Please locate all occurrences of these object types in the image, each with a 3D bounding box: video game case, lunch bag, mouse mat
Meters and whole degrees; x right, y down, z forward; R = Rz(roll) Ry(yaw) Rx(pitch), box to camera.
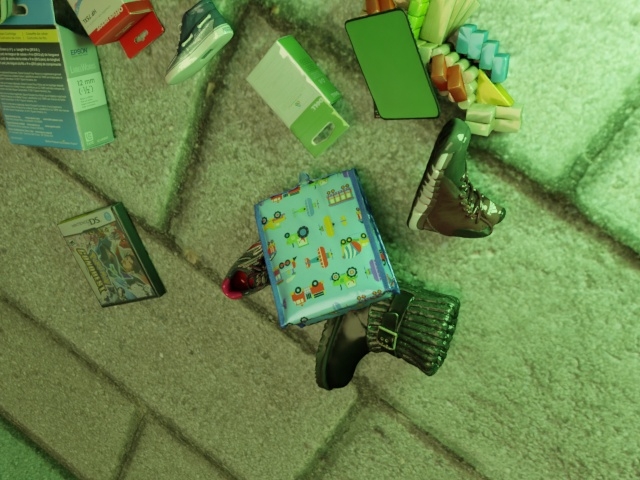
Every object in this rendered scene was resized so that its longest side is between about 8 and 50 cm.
[{"bbox_3d":[-0.575,0.048,1.587,0.248,0.035,0.275,-12,108,32],"label":"video game case"},{"bbox_3d":[0.000,0.000,1.140,0.220,0.138,0.294,-20,77,12],"label":"lunch bag"},{"bbox_3d":[0.119,-0.287,0.968,0.152,0.007,0.190,15,139,53],"label":"mouse mat"}]

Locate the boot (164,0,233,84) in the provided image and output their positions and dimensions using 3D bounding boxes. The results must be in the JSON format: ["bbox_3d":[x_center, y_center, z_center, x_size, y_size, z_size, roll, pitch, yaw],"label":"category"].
[{"bbox_3d":[-0.264,-0.403,1.179,0.190,0.069,0.086,-31,91,27],"label":"boot"}]

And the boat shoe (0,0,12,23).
[{"bbox_3d":[-0.693,-0.619,1.055,0.186,0.156,0.500,31,135,13],"label":"boat shoe"}]

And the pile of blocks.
[{"bbox_3d":[0.207,-0.313,0.943,0.362,0.112,0.149,44,127,0],"label":"pile of blocks"}]

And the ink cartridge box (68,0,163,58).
[{"bbox_3d":[-0.446,-0.506,1.206,0.134,0.078,0.231,-22,104,34],"label":"ink cartridge box"}]

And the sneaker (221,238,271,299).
[{"bbox_3d":[-0.104,0.044,1.291,0.121,0.112,0.299,48,125,-1],"label":"sneaker"}]

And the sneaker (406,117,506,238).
[{"bbox_3d":[0.260,-0.093,1.015,0.162,0.107,0.281,19,152,5],"label":"sneaker"}]

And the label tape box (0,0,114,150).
[{"bbox_3d":[-0.639,-0.396,1.346,0.249,0.115,0.348,9,115,23],"label":"label tape box"}]

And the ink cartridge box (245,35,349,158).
[{"bbox_3d":[-0.034,-0.276,1.119,0.209,0.062,0.109,49,126,-3],"label":"ink cartridge box"}]

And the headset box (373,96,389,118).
[{"bbox_3d":[0.129,-0.267,1.057,0.062,0.032,0.083,7,119,25],"label":"headset box"}]

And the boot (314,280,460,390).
[{"bbox_3d":[0.136,0.230,1.249,0.260,0.131,0.348,22,122,16],"label":"boot"}]
